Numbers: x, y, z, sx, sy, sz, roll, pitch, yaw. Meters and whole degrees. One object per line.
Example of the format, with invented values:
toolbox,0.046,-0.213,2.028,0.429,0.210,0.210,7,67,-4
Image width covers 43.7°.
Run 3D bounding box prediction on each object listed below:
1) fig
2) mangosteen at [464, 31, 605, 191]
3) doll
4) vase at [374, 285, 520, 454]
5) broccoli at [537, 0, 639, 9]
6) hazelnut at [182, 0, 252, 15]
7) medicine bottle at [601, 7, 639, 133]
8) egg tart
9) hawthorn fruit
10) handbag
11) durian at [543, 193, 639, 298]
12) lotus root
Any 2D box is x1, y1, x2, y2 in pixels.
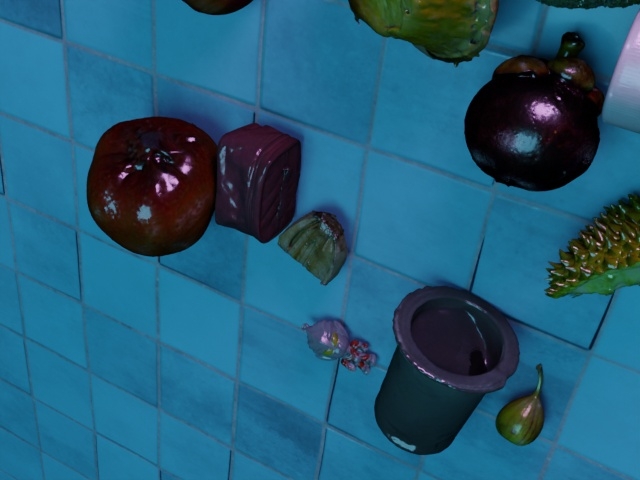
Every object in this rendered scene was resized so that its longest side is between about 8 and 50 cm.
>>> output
fig,0.402,0.330,1.548,0.093,0.093,0.166,31,128,13
mangosteen,0.335,-0.197,1.216,0.211,0.211,0.250,26,98,17
doll,0.037,0.228,1.734,0.180,0.079,0.094,30,101,6
vase,0.215,0.266,1.547,0.245,0.245,0.291,32,135,13
broccoli,0.361,-0.431,1.046,0.270,0.270,0.270,20,93,21
hazelnut,-0.161,-0.486,1.352,0.208,0.208,0.208,16,124,24
medicine bottle,0.567,-0.191,1.049,0.340,0.208,0.208,23,127,20
egg tart,0.126,-0.408,1.164,0.345,0.132,0.345,51,158,30
hawthorn fruit,-0.341,-0.101,1.634,0.295,0.295,0.311,35,130,10
handbag,-0.120,-0.112,1.576,0.135,0.146,0.225,24,126,23
durian,0.506,0.025,1.259,0.355,0.157,0.169,-24,119,40
lotus root,0.003,0.000,1.616,0.143,0.070,0.144,46,136,8
